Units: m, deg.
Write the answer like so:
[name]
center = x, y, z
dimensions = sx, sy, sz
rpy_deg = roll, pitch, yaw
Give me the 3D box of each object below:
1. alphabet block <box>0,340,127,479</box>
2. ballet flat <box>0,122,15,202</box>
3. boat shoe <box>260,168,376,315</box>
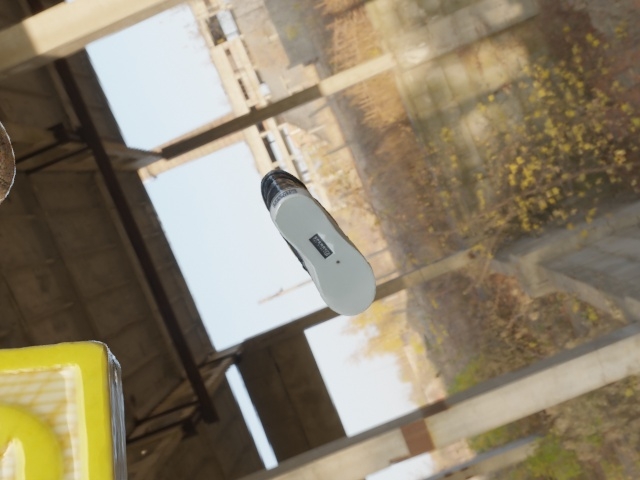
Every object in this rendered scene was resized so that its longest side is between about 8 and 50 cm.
[alphabet block]
center = -0.273, 0.198, 0.588
dimensions = 0.197, 0.193, 0.193
rpy_deg = 134, 129, -71
[ballet flat]
center = -0.284, -0.082, 0.445
dimensions = 0.106, 0.108, 0.316
rpy_deg = 16, -167, -45
[boat shoe]
center = 0.000, 0.000, 0.738
dimensions = 0.183, 0.065, 0.083
rpy_deg = 56, -178, -33
